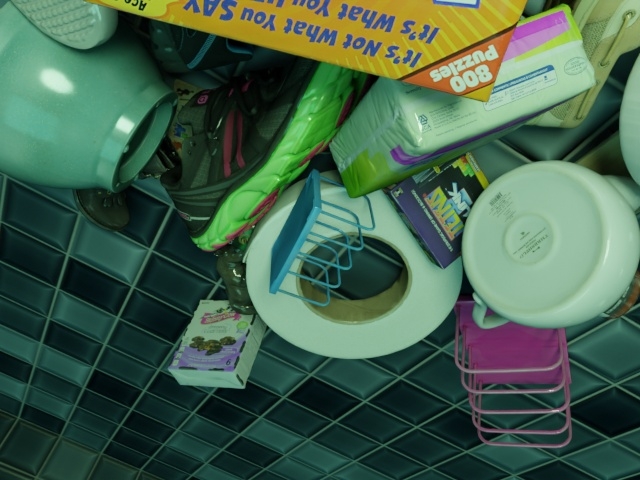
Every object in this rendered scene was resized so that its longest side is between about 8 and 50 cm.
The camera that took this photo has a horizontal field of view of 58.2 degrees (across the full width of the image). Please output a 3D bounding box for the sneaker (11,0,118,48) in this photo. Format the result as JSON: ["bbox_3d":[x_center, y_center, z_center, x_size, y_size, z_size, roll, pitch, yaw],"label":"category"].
[{"bbox_3d":[-0.335,-0.395,0.684,0.365,0.150,0.135,53,135,-1],"label":"sneaker"}]

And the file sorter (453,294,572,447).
[{"bbox_3d":[0.387,0.265,1.146,0.202,0.182,0.290,-6,131,23],"label":"file sorter"}]

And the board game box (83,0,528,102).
[{"bbox_3d":[0.031,-0.394,0.473,0.357,0.356,0.356,15,136,3],"label":"board game box"}]

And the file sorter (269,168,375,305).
[{"bbox_3d":[0.000,0.000,0.903,0.105,0.118,0.170,19,121,-16],"label":"file sorter"}]

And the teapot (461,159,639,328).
[{"bbox_3d":[0.344,0.016,0.838,0.187,0.252,0.256,13,172,-43],"label":"teapot"}]

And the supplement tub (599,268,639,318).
[{"bbox_3d":[0.427,0.053,0.976,0.198,0.106,0.106,23,136,-5],"label":"supplement tub"}]

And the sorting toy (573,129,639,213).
[{"bbox_3d":[0.451,-0.108,0.849,0.132,0.046,0.274,31,135,-14],"label":"sorting toy"}]

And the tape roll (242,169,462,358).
[{"bbox_3d":[0.058,0.055,1.048,0.393,0.072,0.391,1,124,1],"label":"tape roll"}]

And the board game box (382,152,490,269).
[{"bbox_3d":[0.198,-0.062,0.912,0.141,0.048,0.170,-40,114,-4],"label":"board game box"}]

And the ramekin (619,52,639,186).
[{"bbox_3d":[0.478,-0.152,0.648,0.278,0.135,0.276,-8,111,-21],"label":"ramekin"}]

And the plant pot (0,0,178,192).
[{"bbox_3d":[-0.333,-0.189,0.826,0.196,0.293,0.293,31,135,-4],"label":"plant pot"}]

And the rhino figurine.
[{"bbox_3d":[-0.164,0.070,1.208,0.107,0.073,0.243,1,133,13],"label":"rhino figurine"}]

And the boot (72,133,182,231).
[{"bbox_3d":[-0.353,-0.122,1.056,0.229,0.091,0.262,0,132,22],"label":"boot"}]

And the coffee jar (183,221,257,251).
[{"bbox_3d":[-0.160,-0.034,1.083,0.185,0.079,0.096,22,131,-13],"label":"coffee jar"}]

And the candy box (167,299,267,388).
[{"bbox_3d":[-0.224,0.228,1.293,0.165,0.196,0.070,-3,133,20],"label":"candy box"}]

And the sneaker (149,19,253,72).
[{"bbox_3d":[-0.175,-0.341,0.726,0.140,0.124,0.341,0,164,6],"label":"sneaker"}]

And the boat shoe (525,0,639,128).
[{"bbox_3d":[0.334,-0.276,0.678,0.110,0.121,0.341,11,144,-2],"label":"boat shoe"}]

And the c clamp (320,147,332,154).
[{"bbox_3d":[-0.001,-0.199,0.926,0.161,0.022,0.137,26,141,-11],"label":"c clamp"}]

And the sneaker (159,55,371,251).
[{"bbox_3d":[-0.104,-0.168,0.844,0.202,0.185,0.483,47,125,-1],"label":"sneaker"}]

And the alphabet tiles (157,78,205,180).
[{"bbox_3d":[-0.216,-0.169,1.031,0.199,0.009,0.237,21,136,-3],"label":"alphabet tiles"}]

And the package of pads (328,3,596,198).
[{"bbox_3d":[0.152,-0.154,0.701,0.101,0.229,0.296,67,168,0],"label":"package of pads"}]
